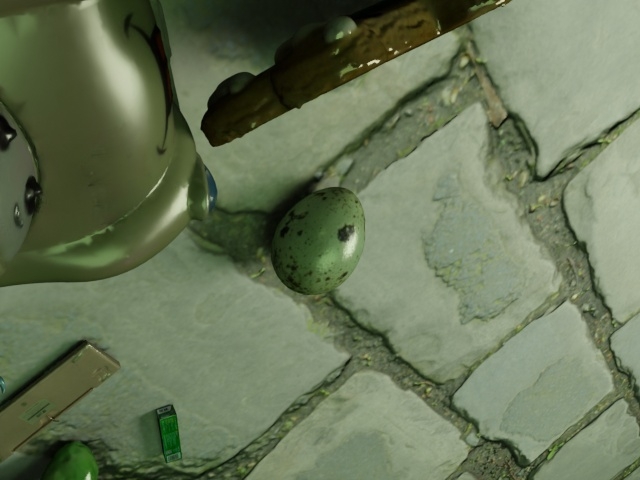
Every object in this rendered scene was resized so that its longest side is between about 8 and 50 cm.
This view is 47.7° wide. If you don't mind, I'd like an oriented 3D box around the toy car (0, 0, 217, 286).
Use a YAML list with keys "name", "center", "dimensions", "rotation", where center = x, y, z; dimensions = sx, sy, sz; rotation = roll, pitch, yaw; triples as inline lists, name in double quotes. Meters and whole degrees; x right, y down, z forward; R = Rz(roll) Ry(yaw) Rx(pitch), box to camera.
- name: "toy car"
  center: [-0.224, -0.048, 0.391]
  dimensions: [0.336, 0.226, 0.242]
  rotation: [-21, 135, -18]

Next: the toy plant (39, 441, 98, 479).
- name: "toy plant"
  center: [-0.305, 0.346, 0.712]
  dimensions: [0.356, 0.211, 0.317]
  rotation: [-23, 169, -22]

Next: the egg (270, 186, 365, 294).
- name: "egg"
  center: [0.000, 0.000, 0.691]
  dimensions: [0.085, 0.085, 0.110]
  rotation: [32, 91, -46]

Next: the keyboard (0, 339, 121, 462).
- name: "keyboard"
  center: [-0.271, 0.159, 0.693]
  dimensions: [0.166, 0.017, 0.055]
  rotation: [-38, 133, 0]

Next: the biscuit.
- name: "biscuit"
  center: [0.046, -0.152, 0.533]
  dimensions: [0.301, 0.197, 0.049]
  rotation: [-34, 105, -38]

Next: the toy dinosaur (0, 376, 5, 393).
- name: "toy dinosaur"
  center: [-0.314, 0.120, 0.618]
  dimensions: [0.083, 0.030, 0.047]
  rotation: [-4, 128, -31]

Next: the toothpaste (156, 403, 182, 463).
- name: "toothpaste"
  center: [-0.169, 0.218, 0.812]
  dimensions: [0.020, 0.017, 0.083]
  rotation: [-14, 132, -21]
